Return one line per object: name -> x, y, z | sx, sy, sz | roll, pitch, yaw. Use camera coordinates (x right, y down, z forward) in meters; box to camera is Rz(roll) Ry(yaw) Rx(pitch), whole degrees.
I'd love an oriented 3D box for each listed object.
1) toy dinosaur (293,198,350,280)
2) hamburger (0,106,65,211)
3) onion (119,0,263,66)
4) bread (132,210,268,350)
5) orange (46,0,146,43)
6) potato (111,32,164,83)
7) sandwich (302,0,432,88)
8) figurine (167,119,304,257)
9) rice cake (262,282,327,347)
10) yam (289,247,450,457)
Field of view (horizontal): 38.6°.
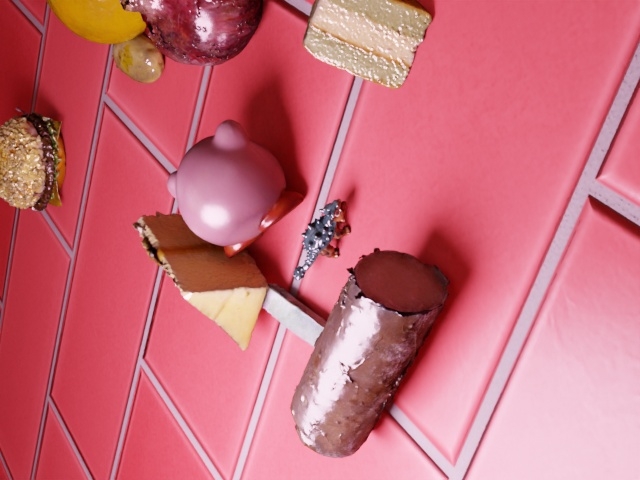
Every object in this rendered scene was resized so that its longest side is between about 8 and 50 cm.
toy dinosaur -> 0.000, 0.000, 1.274 | 0.049, 0.055, 0.154 | 54, 130, 33
hamburger -> -0.694, -0.190, 2.147 | 0.261, 0.138, 0.243 | 13, 103, 52
onion -> -0.205, -0.387, 1.397 | 0.252, 0.219, 0.252 | 28, 124, 50
bread -> -0.178, 0.050, 1.453 | 0.266, 0.141, 0.178 | 52, 170, 50
orange -> -0.371, -0.486, 1.609 | 0.279, 0.235, 0.279 | 33, 128, 56
potato -> -0.346, -0.349, 1.717 | 0.138, 0.070, 0.092 | 43, 130, 44
sandwich -> 0.062, -0.304, 1.209 | 0.187, 0.144, 0.117 | -80, 13, -57
figurine -> -0.136, -0.076, 1.360 | 0.173, 0.173, 0.173 | 4, 95, 54
rice cake -> -0.021, 0.119, 1.326 | 0.211, 0.034, 0.043 | 32, 108, 49
yam -> 0.051, 0.143, 1.152 | 0.131, 0.131, 0.280 | 55, 134, 37
